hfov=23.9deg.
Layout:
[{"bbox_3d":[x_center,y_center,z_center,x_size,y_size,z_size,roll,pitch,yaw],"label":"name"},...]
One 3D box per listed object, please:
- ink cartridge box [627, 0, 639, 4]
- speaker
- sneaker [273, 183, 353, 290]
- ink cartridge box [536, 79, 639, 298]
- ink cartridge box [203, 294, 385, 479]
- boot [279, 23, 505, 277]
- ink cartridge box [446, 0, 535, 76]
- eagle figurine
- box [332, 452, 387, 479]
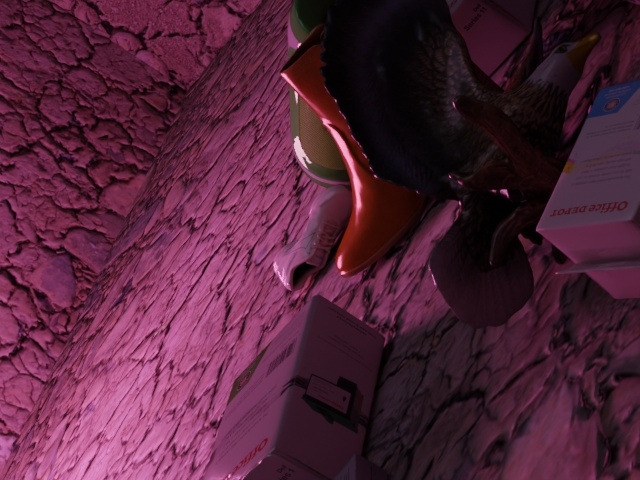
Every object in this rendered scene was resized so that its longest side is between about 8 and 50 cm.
[{"bbox_3d":[0.277,-0.258,1.347,0.060,0.104,0.180,-55,13,8],"label":"ink cartridge box"},{"bbox_3d":[0.026,-0.182,1.776,0.296,0.131,0.131,90,-157,-60],"label":"speaker"},{"bbox_3d":[0.000,0.000,1.861,0.152,0.053,0.061,-56,28,18],"label":"sneaker"},{"bbox_3d":[0.222,-0.028,1.020,0.092,0.090,0.143,-7,51,56],"label":"ink cartridge box"},{"bbox_3d":[-0.030,0.185,1.441,0.160,0.092,0.219,-47,17,36],"label":"ink cartridge box"},{"bbox_3d":[0.038,-0.117,1.632,0.295,0.211,0.104,-51,14,23],"label":"boot"},{"bbox_3d":[0.177,-0.271,1.757,0.153,0.087,0.208,-46,18,39],"label":"ink cartridge box"},{"bbox_3d":[0.143,-0.094,1.244,0.225,0.226,0.298,-23,29,-10],"label":"eagle figurine"},{"bbox_3d":[-0.011,0.288,1.265,0.186,0.038,0.145,-53,14,22],"label":"box"}]
